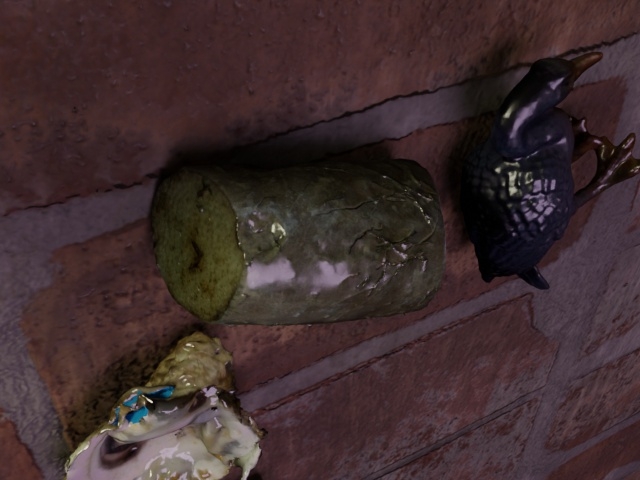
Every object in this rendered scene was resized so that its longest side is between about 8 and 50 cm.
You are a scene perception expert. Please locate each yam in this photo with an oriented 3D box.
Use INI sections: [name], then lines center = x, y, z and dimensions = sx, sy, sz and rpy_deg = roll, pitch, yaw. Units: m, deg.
[yam]
center = 0.000, 0.000, 0.579
dimensions = 0.254, 0.154, 0.154
rpy_deg = -2, 127, -31

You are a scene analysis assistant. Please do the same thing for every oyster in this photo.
[oyster]
center = -0.171, 0.212, 0.704
dimensions = 0.223, 0.083, 0.214
rpy_deg = -21, 133, -10

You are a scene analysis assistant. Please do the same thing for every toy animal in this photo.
[toy animal]
center = 0.226, -0.057, 0.710
dimensions = 0.185, 0.122, 0.298
rpy_deg = -24, 145, -30
